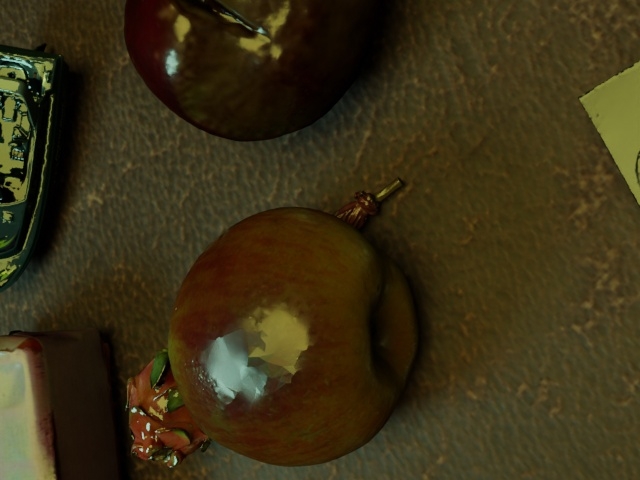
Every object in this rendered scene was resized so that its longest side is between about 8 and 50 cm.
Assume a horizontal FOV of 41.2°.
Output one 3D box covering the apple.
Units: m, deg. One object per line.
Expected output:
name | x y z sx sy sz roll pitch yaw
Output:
apple | -0.026 0.073 0.631 0.173 0.160 0.195 -2 93 34

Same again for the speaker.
speaker | 0.259 -0.020 0.556 0.082 0.044 0.218 -30 76 21

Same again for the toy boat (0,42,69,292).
toy boat | -0.297 -0.067 0.797 0.092 0.103 0.246 11 98 2

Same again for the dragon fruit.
dragon fruit | -0.117 0.127 0.712 0.081 0.086 0.116 5 80 63

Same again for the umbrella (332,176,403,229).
umbrella | 0.000 0.000 0.692 0.165 0.025 0.027 -39 102 20

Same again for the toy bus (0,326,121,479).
toy bus | -0.255 0.226 0.746 0.147 0.127 0.303 -12 83 21

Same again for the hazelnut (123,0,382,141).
hazelnut | -0.044 -0.175 0.653 0.204 0.178 0.178 -46 70 11
